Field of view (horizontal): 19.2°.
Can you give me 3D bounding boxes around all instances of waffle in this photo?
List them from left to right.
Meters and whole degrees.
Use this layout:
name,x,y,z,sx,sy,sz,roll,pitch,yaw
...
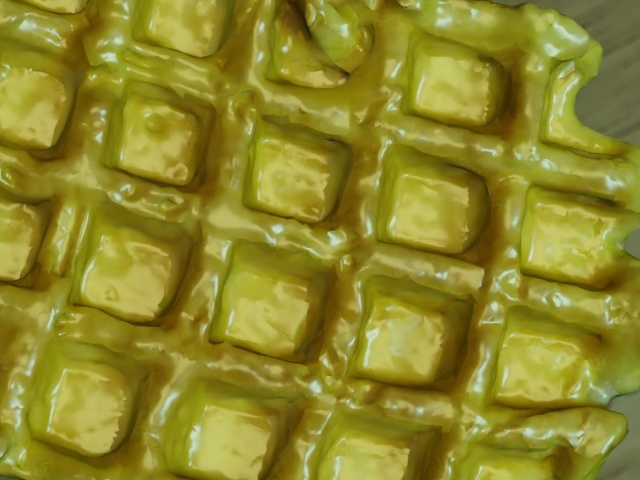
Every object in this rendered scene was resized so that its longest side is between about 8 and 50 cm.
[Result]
name,x,y,z,sx,sy,sz,roll,pitch,yaw
waffle,0.000,0.000,0.505,0.210,0.055,0.160,12,81,-3
